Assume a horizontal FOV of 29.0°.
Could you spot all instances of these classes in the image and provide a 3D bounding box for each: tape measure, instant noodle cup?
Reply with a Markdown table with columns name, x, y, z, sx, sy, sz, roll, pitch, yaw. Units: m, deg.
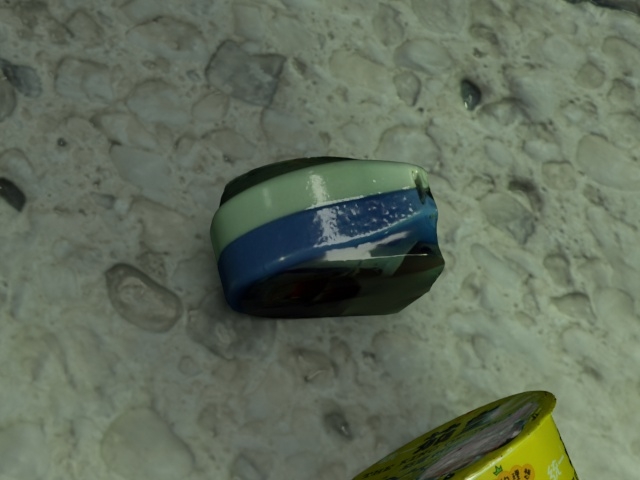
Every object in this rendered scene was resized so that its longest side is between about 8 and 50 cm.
| name | x | y | z | sx | sy | sz | roll | pitch | yaw |
| --- | --- | --- | --- | --- | --- | --- | --- | --- | --- |
| tape measure | 0.002 | -0.001 | 1.476 | 0.262 | 0.259 | 0.138 | -4 | 71 | -12 |
| instant noodle cup | 0.175 | 0.352 | 1.373 | 0.325 | 0.325 | 0.254 | -28 | 90 | -23 |
